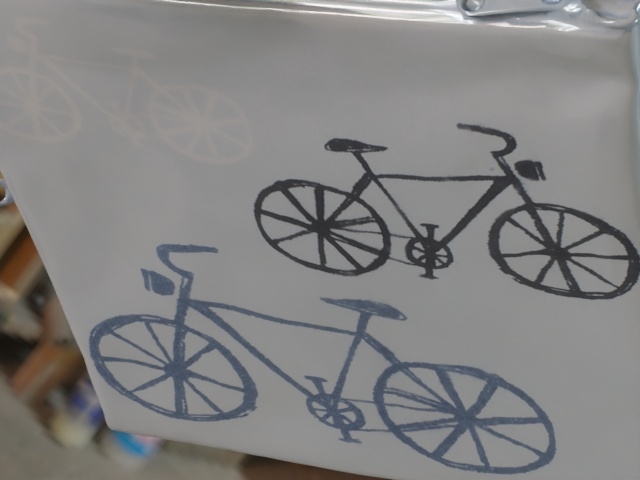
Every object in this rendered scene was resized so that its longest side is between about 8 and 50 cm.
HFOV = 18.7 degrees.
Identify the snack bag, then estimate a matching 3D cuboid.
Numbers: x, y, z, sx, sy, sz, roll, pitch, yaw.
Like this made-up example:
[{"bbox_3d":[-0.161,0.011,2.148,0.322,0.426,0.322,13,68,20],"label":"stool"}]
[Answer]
[{"bbox_3d":[0.000,0.000,0.874,0.323,0.342,0.037,7,50,21],"label":"snack bag"}]
